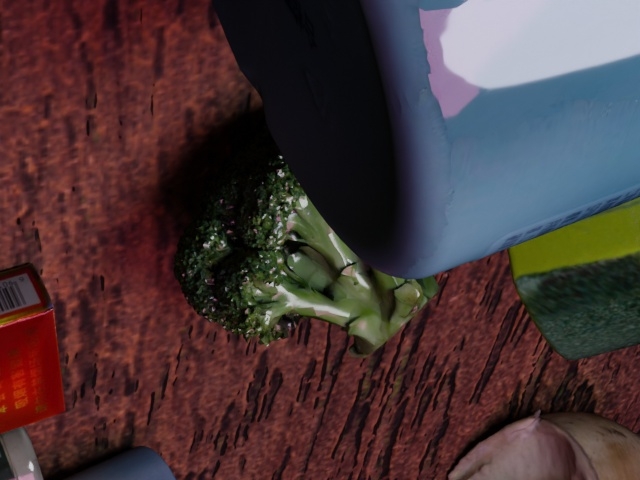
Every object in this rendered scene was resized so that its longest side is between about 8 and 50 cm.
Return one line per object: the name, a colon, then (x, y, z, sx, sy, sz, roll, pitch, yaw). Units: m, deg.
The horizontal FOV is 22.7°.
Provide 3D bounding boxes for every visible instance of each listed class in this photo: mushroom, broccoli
mushroom: (0.230, 0.275, 1.458, 0.189, 0.195, 0.253, 0, 136, -40)
broccoli: (0.000, 0.000, 1.028, 0.195, 0.156, 0.195, -46, 174, -7)

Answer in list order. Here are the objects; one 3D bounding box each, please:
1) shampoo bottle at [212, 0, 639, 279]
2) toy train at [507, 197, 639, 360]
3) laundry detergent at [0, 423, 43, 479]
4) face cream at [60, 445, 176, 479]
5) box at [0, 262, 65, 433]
shampoo bottle: (0.126, -0.186, 0.754, 0.343, 0.331, 0.331, -22, 142, -11)
toy train: (0.295, -0.078, 0.981, 0.442, 0.272, 0.179, -16, 150, 17)
laundry detergent: (-0.302, 0.183, 1.069, 0.226, 0.070, 0.099, -16, -176, -19)
face cream: (-0.218, 0.227, 1.139, 0.250, 0.077, 0.077, -22, 144, -34)
box: (-0.255, 0.089, 1.023, 0.175, 0.048, 0.112, -18, 141, -18)
